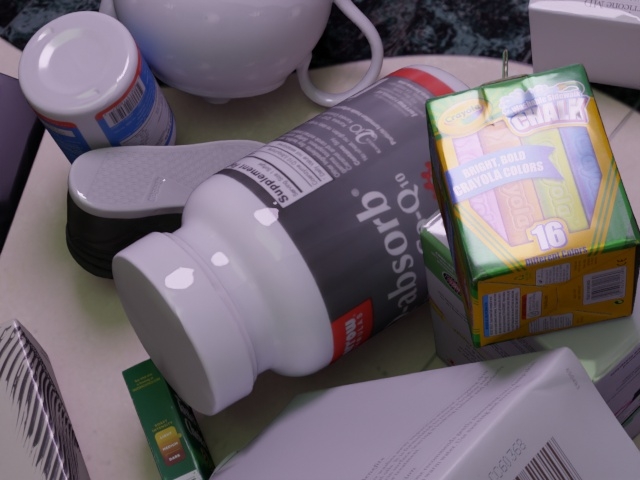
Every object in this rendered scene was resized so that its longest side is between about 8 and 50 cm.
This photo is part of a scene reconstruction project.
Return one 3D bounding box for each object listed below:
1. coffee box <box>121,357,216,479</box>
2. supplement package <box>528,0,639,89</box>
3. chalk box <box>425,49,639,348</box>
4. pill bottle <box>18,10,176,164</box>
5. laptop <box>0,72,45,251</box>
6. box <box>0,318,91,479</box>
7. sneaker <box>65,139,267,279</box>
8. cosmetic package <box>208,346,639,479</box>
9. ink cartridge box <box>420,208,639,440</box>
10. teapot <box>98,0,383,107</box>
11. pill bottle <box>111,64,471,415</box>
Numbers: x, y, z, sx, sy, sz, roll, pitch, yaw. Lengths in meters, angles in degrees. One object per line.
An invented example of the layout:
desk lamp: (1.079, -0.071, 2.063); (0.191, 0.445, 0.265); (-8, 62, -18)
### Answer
coffee box: (-0.130, 0.211, 1.387); (0.040, 0.113, 0.184); (-26, 62, -1)
supplement package: (0.314, -0.301, 1.532); (0.139, 0.134, 0.244); (10, 68, 15)
chalk box: (0.158, -0.046, 1.135); (0.132, 0.132, 0.213); (-13, 61, 2)
pill bottle: (-0.221, -0.130, 1.502); (0.124, 0.221, 0.124); (-4, 65, 8)
laptop: (-0.470, -0.089, 1.647); (0.264, 0.136, 0.234); (-3, 61, 38)
box: (-0.285, 0.224, 1.411); (0.094, 0.113, 0.275); (-24, 65, -3)
sneaker: (-0.133, -0.026, 1.512); (0.295, 0.147, 0.105); (1, 61, -23)
cosmetic package: (0.054, 0.225, 1.171); (0.217, 0.385, 0.156); (-40, 101, -32)
ink cartridge box: (0.203, 0.080, 1.295); (0.117, 0.278, 0.201); (-41, 65, -13)
teapot: (-0.101, -0.233, 1.557); (0.252, 0.187, 0.256); (-19, 39, -32)
pill bottle: (0.000, 0.000, 1.364); (0.363, 0.210, 0.210); (-32, 63, -22)
